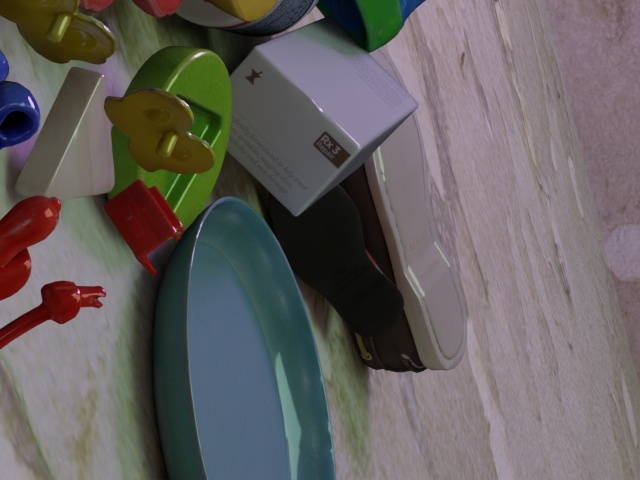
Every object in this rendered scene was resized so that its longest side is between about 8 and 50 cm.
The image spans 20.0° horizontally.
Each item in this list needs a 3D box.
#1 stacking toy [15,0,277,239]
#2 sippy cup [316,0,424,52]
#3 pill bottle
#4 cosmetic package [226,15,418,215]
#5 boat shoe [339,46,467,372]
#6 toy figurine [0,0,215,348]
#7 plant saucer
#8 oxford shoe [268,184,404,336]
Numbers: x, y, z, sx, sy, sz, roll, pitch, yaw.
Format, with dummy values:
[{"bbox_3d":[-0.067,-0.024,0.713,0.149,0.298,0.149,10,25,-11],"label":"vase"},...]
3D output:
[{"bbox_3d":[-0.144,-0.155,1.169,0.309,0.130,0.279,13,93,-71],"label":"stacking toy"},{"bbox_3d":[0.072,-0.318,1.584,0.305,0.224,0.240,52,-7,45],"label":"sippy cup"},{"bbox_3d":[-0.057,-0.214,1.425,0.180,0.108,0.108,-7,87,-75],"label":"pill bottle"},{"bbox_3d":[-0.006,-0.106,1.484,0.117,0.085,0.231,44,21,3],"label":"cosmetic package"},{"bbox_3d":[0.051,-0.028,1.711,0.116,0.097,0.324,-38,116,-56],"label":"boat shoe"},{"bbox_3d":[-0.227,-0.112,0.779,0.217,0.191,0.362,53,4,39],"label":"toy figurine"},{"bbox_3d":[-0.055,0.127,1.319,0.317,0.044,0.317,-11,90,-74],"label":"plant saucer"},{"bbox_3d":[0.000,0.000,1.598,0.076,0.076,0.212,51,-6,46],"label":"oxford shoe"}]
